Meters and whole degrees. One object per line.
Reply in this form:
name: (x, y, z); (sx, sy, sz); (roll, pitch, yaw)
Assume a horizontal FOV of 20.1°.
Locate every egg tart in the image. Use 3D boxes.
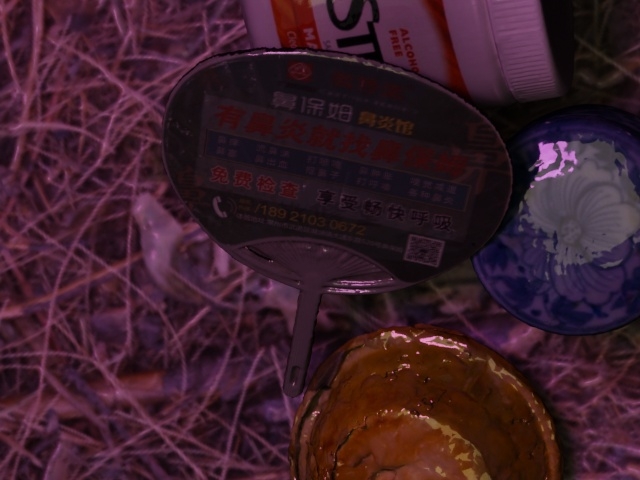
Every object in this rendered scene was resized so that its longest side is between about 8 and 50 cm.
egg tart: (0.069, 0.164, 1.284); (0.213, 0.090, 0.212); (3, 102, 17)

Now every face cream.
face cream: (0.056, -0.178, 1.171); (0.187, 0.201, 0.201); (-7, 97, 14)

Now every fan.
fan: (0.027, -0.013, 1.181); (0.223, 0.012, 0.294); (-10, 129, 20)

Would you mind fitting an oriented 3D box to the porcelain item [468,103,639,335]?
porcelain item: (0.175, -0.015, 1.213); (0.147, 0.114, 0.147); (2, 99, 15)
